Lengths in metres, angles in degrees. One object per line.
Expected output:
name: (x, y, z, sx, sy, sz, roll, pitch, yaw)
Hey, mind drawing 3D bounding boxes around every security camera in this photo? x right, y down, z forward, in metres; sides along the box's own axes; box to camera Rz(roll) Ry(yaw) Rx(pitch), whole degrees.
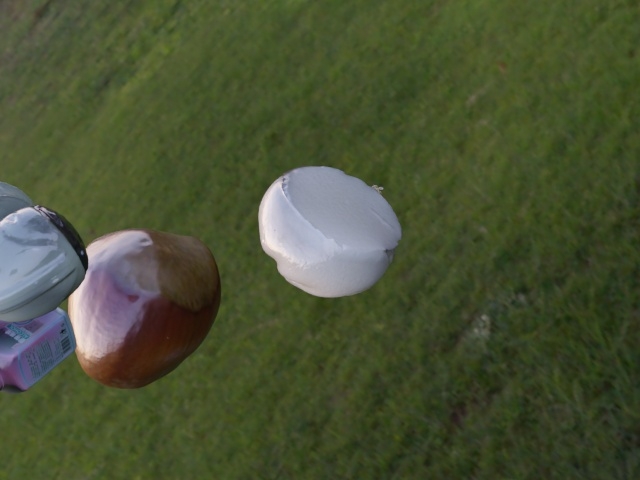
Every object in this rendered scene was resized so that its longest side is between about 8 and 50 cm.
security camera: (-0.472, 0.022, 1.631, 0.191, 0.197, 0.277, -37, 33, -24)

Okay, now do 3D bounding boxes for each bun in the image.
bun: (0.000, 0.000, 1.273, 0.120, 0.173, 0.173, -58, 28, 32)

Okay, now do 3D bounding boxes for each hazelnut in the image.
hazelnut: (-0.383, 0.141, 2.321, 0.366, 0.366, 0.366, -28, 40, 27)

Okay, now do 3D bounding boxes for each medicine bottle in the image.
medicine bottle: (-0.495, 0.176, 1.699, 0.119, 0.094, 0.188, 23, 46, 29)

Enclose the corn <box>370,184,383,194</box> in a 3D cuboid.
corn: (0.090, -0.085, 2.160, 0.083, 0.027, 0.028, -32, -6, 13)
